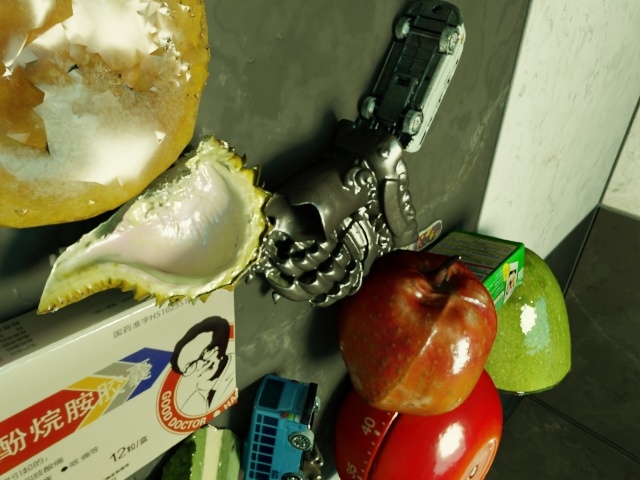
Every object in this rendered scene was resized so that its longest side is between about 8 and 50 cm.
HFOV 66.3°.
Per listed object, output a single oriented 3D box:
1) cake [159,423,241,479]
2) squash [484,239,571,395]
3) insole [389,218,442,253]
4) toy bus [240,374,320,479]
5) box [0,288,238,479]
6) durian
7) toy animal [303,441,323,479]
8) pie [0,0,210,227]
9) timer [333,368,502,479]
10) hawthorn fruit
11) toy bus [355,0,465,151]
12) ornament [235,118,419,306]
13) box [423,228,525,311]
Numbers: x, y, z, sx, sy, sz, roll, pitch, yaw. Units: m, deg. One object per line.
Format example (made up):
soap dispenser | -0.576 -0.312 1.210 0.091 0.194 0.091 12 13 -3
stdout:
cake | -0.222 0.402 0.672 0.158 0.172 0.283 58 32 -59
squash | 0.469 0.155 1.178 0.310 0.311 0.308 -33 135 -35
insole | 0.185 0.010 0.962 0.197 0.004 0.065 -28 134 -39
toy bus | -0.063 0.308 0.758 0.090 0.107 0.184 -72 173 -65
box | -0.236 0.160 0.472 0.353 0.069 0.214 -27 133 -42
durian | -0.149 0.000 0.450 0.224 0.078 0.140 -30 109 -23
toy animal | -0.079 0.452 0.827 0.233 0.148 0.084 -32 148 -19
pie | -0.183 -0.132 0.330 0.274 0.069 0.273 -27 129 -40
timer | 0.205 0.394 1.022 0.378 0.279 0.377 -28 132 -36
hawthorn fruit | 0.157 0.128 0.768 0.254 0.254 0.300 -34 156 -34
toy bus | 0.129 -0.216 0.663 0.089 0.087 0.193 9 106 -62
ornament | 0.000 0.000 0.644 0.260 0.106 0.251 -45 141 -15
box | 0.285 0.071 0.984 0.250 0.180 0.102 -30 124 -40
